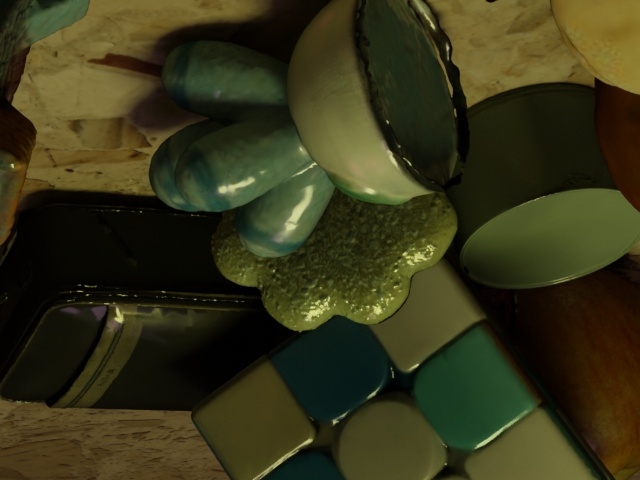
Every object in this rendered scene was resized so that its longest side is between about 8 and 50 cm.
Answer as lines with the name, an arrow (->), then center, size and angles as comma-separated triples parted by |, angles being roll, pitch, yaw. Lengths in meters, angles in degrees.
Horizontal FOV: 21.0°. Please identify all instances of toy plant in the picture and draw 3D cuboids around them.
toy plant -> -0.037, -0.113, 1.769 | 0.332, 0.247, 0.247 | -18, 152, 25

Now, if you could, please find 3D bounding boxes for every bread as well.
bread -> 0.000, 0.000, 1.896 | 0.287, 0.207, 0.056 | 12, 169, 17

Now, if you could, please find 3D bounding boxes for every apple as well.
apple -> 0.293, 0.217, 2.358 | 0.400, 0.333, 0.400 | -8, 152, -4

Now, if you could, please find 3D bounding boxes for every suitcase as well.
suitcase -> -0.187, 0.090, 2.089 | 0.434, 0.194, 0.283 | 5, 147, -26

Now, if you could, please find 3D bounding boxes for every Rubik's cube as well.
Rubik's cube -> 0.112, 0.252, 2.024 | 0.347, 0.346, 0.344 | -37, 163, 4

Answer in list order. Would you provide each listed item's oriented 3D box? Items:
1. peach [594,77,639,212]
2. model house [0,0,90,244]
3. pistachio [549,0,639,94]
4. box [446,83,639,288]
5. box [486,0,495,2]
peach -> 0.432, -0.157, 1.725 | 0.343, 0.342, 0.302 | 2, 175, -25
model house -> -0.368, -0.111, 1.611 | 0.339, 0.297, 0.360 | -32, 164, -33
pistachio -> 0.312, -0.220, 1.411 | 0.309, 0.229, 0.230 | 13, 143, -37
box -> 0.256, -0.061, 2.021 | 0.226, 0.149, 0.226 | -9, 152, -5
box -> 0.305, -0.372, 1.504 | 0.415, 0.115, 0.264 | -16, 153, 6
